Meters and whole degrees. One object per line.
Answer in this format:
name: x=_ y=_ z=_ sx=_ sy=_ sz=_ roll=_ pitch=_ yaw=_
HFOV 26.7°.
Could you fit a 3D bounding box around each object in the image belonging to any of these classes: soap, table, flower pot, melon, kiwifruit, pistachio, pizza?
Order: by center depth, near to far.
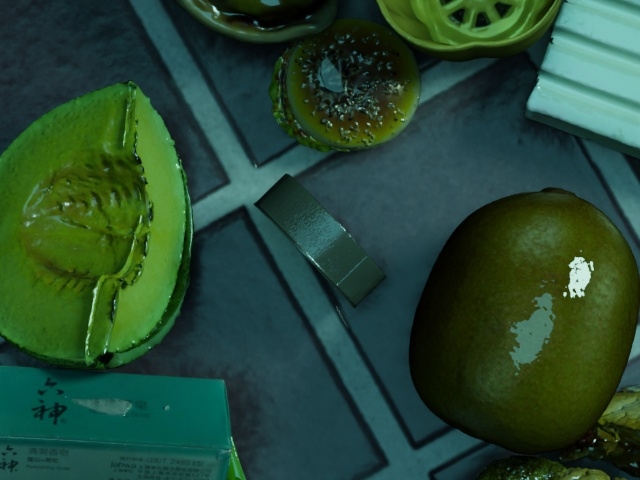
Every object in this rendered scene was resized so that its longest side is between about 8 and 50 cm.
kiwifruit: x=0.181 y=0.066 z=1.177 sx=0.196 sy=0.196 sz=0.234 roll=16 pitch=81 yaw=5
flower pot: x=0.138 y=-0.244 z=1.197 sx=0.195 sy=0.179 sz=0.195 roll=-1 pitch=86 yaw=11
pizza: x=0.292 y=0.183 z=1.213 sx=0.194 sy=0.154 sz=0.069 roll=1 pitch=108 yaw=30
table: x=0.000 y=0.000 z=1.222 sx=0.043 sy=0.133 sz=0.133 roll=-44 pitch=85 yaw=-1
soap: x=0.331 y=-0.142 z=1.231 sx=0.261 sy=0.094 sz=0.150 roll=21 pitch=94 yaw=4
pistachio: x=-0.078 y=-0.267 z=1.234 sx=0.153 sy=0.138 sz=0.238 roll=-31 pitch=57 yaw=-31
melon: x=-0.220 y=0.003 z=1.250 sx=0.169 sy=0.129 sz=0.265 roll=-5 pitch=71 yaw=25

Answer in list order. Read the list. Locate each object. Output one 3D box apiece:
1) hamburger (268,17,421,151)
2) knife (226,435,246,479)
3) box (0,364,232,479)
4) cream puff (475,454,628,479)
hamburger: x=0.023 y=-0.144 z=1.254 sx=0.141 sy=0.081 sz=0.126 roll=4 pitch=87 yaw=3
knife: x=-0.081 y=0.211 z=1.274 sx=0.078 sy=0.022 sz=0.166 roll=-21 pitch=86 yaw=-2
box: x=-0.209 y=0.198 z=1.184 sx=0.245 sy=0.092 sz=0.153 roll=6 pitch=126 yaw=-12
cream puff: x=0.193 y=0.269 z=1.191 sx=0.169 sy=0.183 sz=0.183 roll=24 pitch=89 yaw=24
